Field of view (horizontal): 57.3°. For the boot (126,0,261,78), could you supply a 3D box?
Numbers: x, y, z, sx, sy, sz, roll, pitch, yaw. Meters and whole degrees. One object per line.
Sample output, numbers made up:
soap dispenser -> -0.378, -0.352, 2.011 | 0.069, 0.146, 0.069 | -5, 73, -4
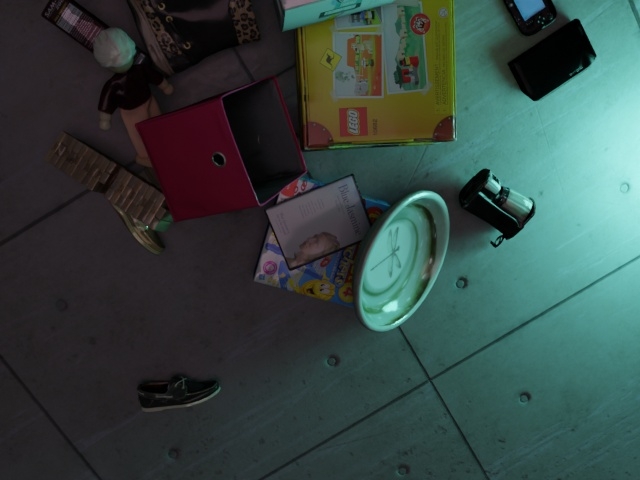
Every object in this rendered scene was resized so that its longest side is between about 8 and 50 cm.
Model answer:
boot -> -0.323, -0.612, 1.411 | 0.284, 0.138, 0.378 | -17, 108, -1

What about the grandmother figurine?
grandmother figurine -> -0.442, -0.332, 1.379 | 0.103, 0.208, 0.343 | 21, 143, 23

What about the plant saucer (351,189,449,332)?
plant saucer -> 0.196, 0.047, 1.569 | 0.400, 0.100, 0.401 | -27, 129, -39

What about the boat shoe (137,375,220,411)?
boat shoe -> -0.404, 0.428, 1.669 | 0.232, 0.084, 0.079 | -8, 104, -1

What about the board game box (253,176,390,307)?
board game box -> 0.000, 0.000, 1.612 | 0.301, 0.086, 0.309 | 15, 101, -9

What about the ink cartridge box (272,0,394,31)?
ink cartridge box -> 0.021, -0.583, 1.217 | 0.269, 0.197, 0.198 | -15, 99, -3

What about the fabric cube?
fabric cube -> -0.228, -0.218, 1.399 | 0.258, 0.259, 0.254 | -8, 110, 29

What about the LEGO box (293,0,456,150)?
LEGO box -> 0.123, -0.479, 1.440 | 0.372, 0.193, 0.501 | -3, 98, -5

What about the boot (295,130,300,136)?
boot -> -0.001, -0.308, 1.569 | 0.118, 0.042, 0.087 | 15, 94, -10

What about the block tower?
block tower -> -0.516, -0.146, 1.471 | 0.335, 0.097, 0.091 | 32, 90, 5

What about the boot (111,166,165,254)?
boot -> -0.439, -0.085, 1.550 | 0.165, 0.077, 0.213 | -35, 96, 2

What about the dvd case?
dvd case -> 0.001, -0.046, 1.546 | 0.252, 0.022, 0.181 | -22, 104, -1

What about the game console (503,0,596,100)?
game console -> 0.570, -0.573, 1.564 | 0.213, 0.044, 0.361 | -34, 103, 2

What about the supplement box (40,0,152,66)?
supplement box -> -0.534, -0.489, 1.421 | 0.239, 0.130, 0.073 | 36, 98, -12

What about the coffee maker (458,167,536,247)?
coffee maker -> 0.475, -0.087, 1.626 | 0.178, 0.120, 0.171 | 30, 99, -11
